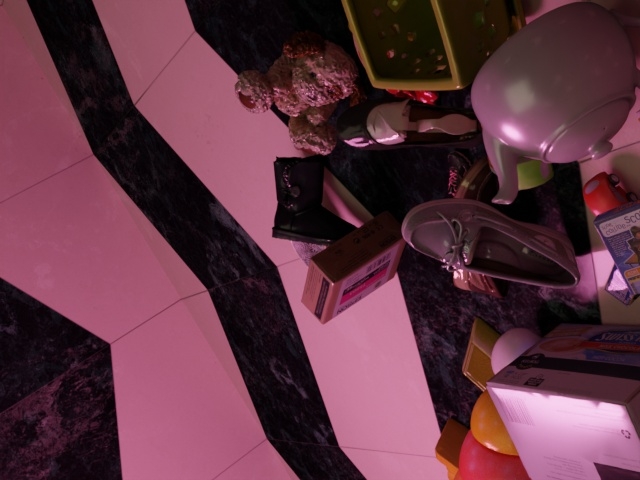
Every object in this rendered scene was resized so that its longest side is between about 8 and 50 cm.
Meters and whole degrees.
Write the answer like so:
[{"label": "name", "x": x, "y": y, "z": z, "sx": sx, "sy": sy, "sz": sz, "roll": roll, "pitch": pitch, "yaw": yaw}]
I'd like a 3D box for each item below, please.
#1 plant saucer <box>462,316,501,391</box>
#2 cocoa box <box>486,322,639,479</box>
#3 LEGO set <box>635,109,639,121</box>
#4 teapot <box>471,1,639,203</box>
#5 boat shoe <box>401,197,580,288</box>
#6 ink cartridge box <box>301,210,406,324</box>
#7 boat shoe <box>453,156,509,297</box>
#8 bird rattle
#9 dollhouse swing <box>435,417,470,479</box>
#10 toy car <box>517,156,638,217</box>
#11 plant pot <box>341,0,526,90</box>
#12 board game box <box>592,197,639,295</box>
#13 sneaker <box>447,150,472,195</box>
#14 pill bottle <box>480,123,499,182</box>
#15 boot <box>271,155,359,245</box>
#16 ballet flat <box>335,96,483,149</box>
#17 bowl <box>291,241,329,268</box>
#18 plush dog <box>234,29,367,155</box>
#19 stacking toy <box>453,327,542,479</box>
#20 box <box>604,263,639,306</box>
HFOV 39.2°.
[{"label": "plant saucer", "x": 0.388, "y": 0.291, "z": 2.004, "sx": 0.188, "sy": 0.045, "sz": 0.188, "roll": 42, "pitch": 150, "yaw": 29}, {"label": "cocoa box", "x": 0.518, "y": 0.300, "z": 1.588, "sx": 0.347, "sy": 0.228, "sz": 0.231, "roll": -6, "pitch": 114, "yaw": 61}, {"label": "LEGO set", "x": 0.523, "y": -0.159, "z": 1.234, "sx": 0.093, "sy": 0.087, "sz": 0.227, "roll": 59, "pitch": 155, "yaw": -4}, {"label": "teapot", "x": 0.356, "y": -0.200, "z": 1.275, "sx": 0.187, "sy": 0.252, "sz": 0.256, "roll": 59, "pitch": 152, "yaw": 19}, {"label": "boat shoe", "x": 0.302, "y": 0.012, "z": 1.587, "sx": 0.320, "sy": 0.103, "sz": 0.118, "roll": 16, "pitch": 117, "yaw": -6}, {"label": "ink cartridge box", "x": 0.078, "y": 0.064, "z": 2.065, "sx": 0.088, "sy": 0.234, "sz": 0.193, "roll": 46, "pitch": 152, "yaw": 22}, {"label": "boat shoe", "x": 0.326, "y": -0.011, "z": 1.712, "sx": 0.123, "sy": 0.123, "sz": 0.342, "roll": 27, "pitch": 144, "yaw": 28}, {"label": "bird rattle", "x": 0.136, "y": -0.350, "z": 1.694, "sx": 0.207, "sy": 0.143, "sz": 0.253, "roll": 47, "pitch": 167, "yaw": 45}, {"label": "dollhouse swing", "x": 0.344, "y": 0.716, "z": 2.262, "sx": 0.315, "sy": 0.305, "sz": 0.347, "roll": 29, "pitch": 143, "yaw": 43}, {"label": "toy car", "x": 0.387, "y": -0.115, "z": 1.460, "sx": 0.225, "sy": 0.053, "sz": 0.239, "roll": -4, "pitch": 118, "yaw": 33}, {"label": "plant pot", "x": 0.186, "y": -0.381, "z": 1.423, "sx": 0.227, "sy": 0.207, "sz": 0.228, "roll": 14, "pitch": 131, "yaw": 53}, {"label": "board game box", "x": 0.532, "y": -0.010, "z": 1.347, "sx": 0.201, "sy": 0.035, "sz": 0.136, "roll": -24, "pitch": 99, "yaw": 38}, {"label": "sneaker", "x": 0.269, "y": -0.115, "z": 1.747, "sx": 0.047, "sy": 0.057, "sz": 0.119, "roll": 8, "pitch": 125, "yaw": 59}, {"label": "pill bottle", "x": 0.328, "y": -0.166, "z": 1.555, "sx": 0.086, "sy": 0.086, "sz": 0.152, "roll": 20, "pitch": 136, "yaw": 50}, {"label": "boot", "x": -0.007, "y": -0.097, "z": 2.151, "sx": 0.246, "sy": 0.094, "sz": 0.207, "roll": 8, "pitch": 101, "yaw": 25}, {"label": "ballet flat", "x": 0.169, "y": -0.211, "z": 1.599, "sx": 0.096, "sy": 0.280, "sz": 0.095, "roll": -166, "pitch": 74, "yaw": -86}, {"label": "bowl", "x": 0.000, "y": 0.000, "z": 2.302, "sx": 0.170, "sy": 0.080, "sz": 0.170, "roll": 40, "pitch": 149, "yaw": 31}, {"label": "plush dog", "x": -0.013, "y": -0.335, "z": 1.895, "sx": 0.262, "sy": 0.211, "sz": 0.225, "roll": 37, "pitch": 147, "yaw": -26}, {"label": "stacking toy", "x": 0.421, "y": 0.404, "z": 1.845, "sx": 0.350, "sy": 0.350, "sz": 0.480, "roll": 23, "pitch": 124, "yaw": 49}, {"label": "box", "x": 0.521, "y": 0.028, "z": 1.472, "sx": 0.054, "sy": 0.059, "sz": 0.169, "roll": 39, "pitch": 148, "yaw": 28}]
